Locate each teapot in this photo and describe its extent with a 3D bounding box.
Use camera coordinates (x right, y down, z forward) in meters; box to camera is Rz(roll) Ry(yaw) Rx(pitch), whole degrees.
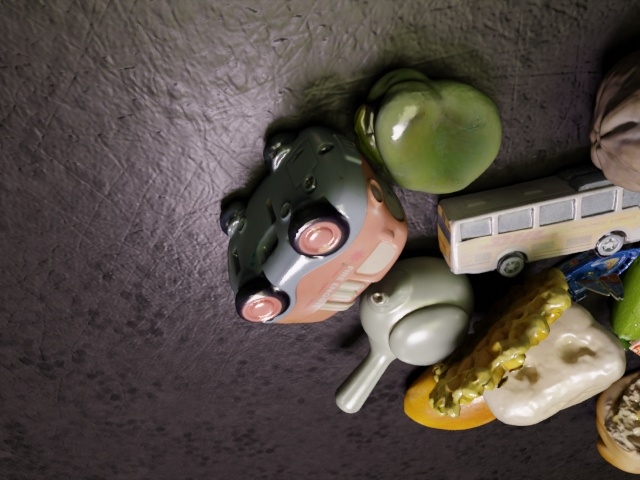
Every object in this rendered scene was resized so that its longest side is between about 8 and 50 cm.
[{"bbox_3d":[0.156,0.176,0.828,0.220,0.149,0.318,5,125,-11],"label":"teapot"}]

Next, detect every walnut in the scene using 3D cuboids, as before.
[{"bbox_3d":[0.472,-0.160,0.583,0.225,0.224,0.224,-4,128,-5],"label":"walnut"}]

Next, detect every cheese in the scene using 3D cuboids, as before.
[{"bbox_3d":[0.438,0.247,0.885,0.251,0.173,0.248,-42,146,13],"label":"cheese"}]

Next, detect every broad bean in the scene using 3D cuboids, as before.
[{"bbox_3d":[0.149,-0.139,0.620,0.228,0.100,0.169,11,133,-18],"label":"broad bean"}]

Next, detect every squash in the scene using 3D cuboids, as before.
[{"bbox_3d":[0.625,0.067,0.847,0.102,0.101,0.378,-5,124,-5],"label":"squash"}]

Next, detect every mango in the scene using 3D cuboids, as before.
[{"bbox_3d":[0.300,0.334,0.987,0.252,0.126,0.153,-24,119,13],"label":"mango"}]

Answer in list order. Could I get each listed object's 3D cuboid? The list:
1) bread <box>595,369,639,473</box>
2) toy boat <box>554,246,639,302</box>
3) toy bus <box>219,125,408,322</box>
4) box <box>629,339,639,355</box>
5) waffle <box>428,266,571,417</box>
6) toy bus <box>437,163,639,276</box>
[{"bbox_3d":[0.832,0.433,1.102,0.316,0.211,0.270,-19,136,16],"label":"bread"},{"bbox_3d":[0.510,0.073,0.827,0.175,0.110,0.091,-39,126,18],"label":"toy boat"},{"bbox_3d":[0.000,0.000,0.650,0.232,0.194,0.287,22,122,-33],"label":"toy bus"},{"bbox_3d":[0.762,0.228,1.043,0.058,0.015,0.093,29,118,-25],"label":"box"},{"bbox_3d":[0.297,0.169,0.770,0.060,0.307,0.312,45,96,12],"label":"waffle"},{"bbox_3d":[0.365,-0.035,0.734,0.343,0.097,0.137,-13,121,3],"label":"toy bus"}]
